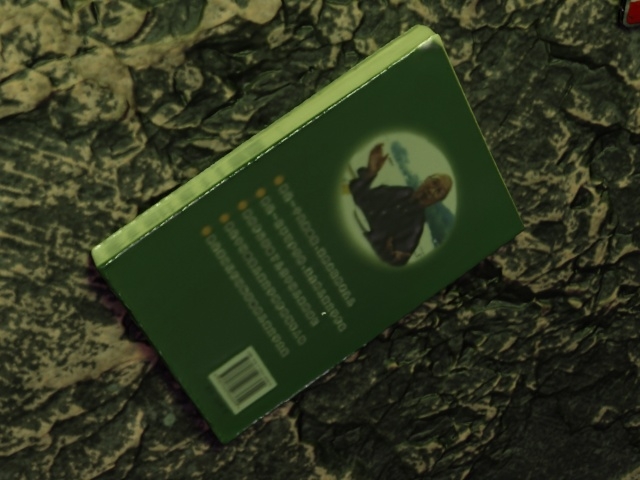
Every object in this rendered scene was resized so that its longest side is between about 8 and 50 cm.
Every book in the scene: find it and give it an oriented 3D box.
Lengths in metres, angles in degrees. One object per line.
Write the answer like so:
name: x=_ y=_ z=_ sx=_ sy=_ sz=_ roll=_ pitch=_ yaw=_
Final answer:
book: x=0.000 y=0.000 z=1.307 sx=0.371 sy=0.043 sz=0.260 roll=-35 pitch=127 yaw=-8

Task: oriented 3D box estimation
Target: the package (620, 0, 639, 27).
package: x=0.352 y=-0.328 z=1.340 sx=0.154 sy=0.030 sz=0.239 roll=-18 pitch=120 yaw=-21
